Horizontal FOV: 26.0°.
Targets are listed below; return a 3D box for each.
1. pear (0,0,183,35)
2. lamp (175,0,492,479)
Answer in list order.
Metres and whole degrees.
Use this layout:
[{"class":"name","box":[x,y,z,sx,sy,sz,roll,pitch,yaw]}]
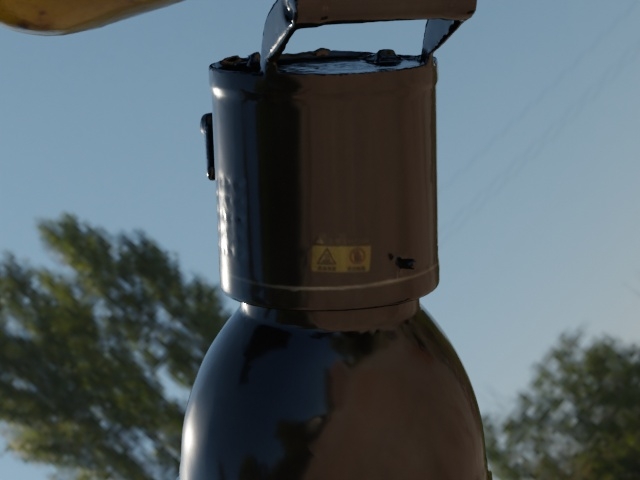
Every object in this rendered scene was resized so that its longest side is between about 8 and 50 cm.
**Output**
[{"class":"pear","box":[-0.193,-0.386,1.292,0.418,0.362,0.362,-54,-17,10]},{"class":"lamp","box":[0.000,0.000,0.612,0.147,0.172,0.227,-5,-79,-18]}]
